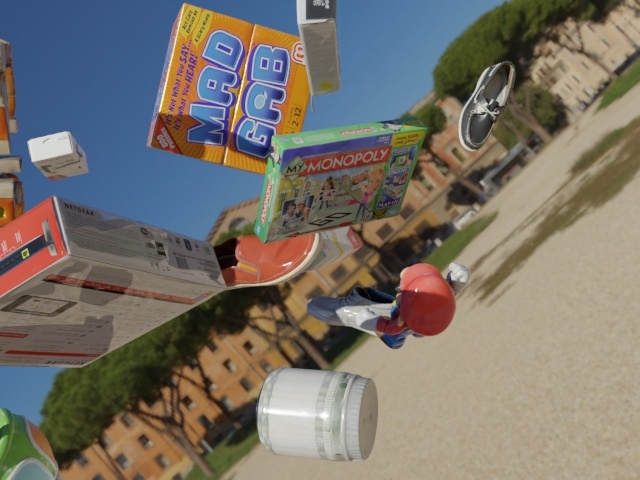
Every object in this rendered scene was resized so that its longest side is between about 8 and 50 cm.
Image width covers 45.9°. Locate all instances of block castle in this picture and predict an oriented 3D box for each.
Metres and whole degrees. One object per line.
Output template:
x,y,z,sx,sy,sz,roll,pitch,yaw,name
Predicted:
-0.677,-0.157,1.405,0.212,0.453,0.303,-3,17,-18,block castle

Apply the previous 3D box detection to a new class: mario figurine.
0.193,0.121,1.592,0.198,0.170,0.320,-58,-6,-20,mario figurine

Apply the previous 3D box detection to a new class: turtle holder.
-0.765,0.568,1.769,0.243,0.227,0.320,-16,47,40,turtle holder

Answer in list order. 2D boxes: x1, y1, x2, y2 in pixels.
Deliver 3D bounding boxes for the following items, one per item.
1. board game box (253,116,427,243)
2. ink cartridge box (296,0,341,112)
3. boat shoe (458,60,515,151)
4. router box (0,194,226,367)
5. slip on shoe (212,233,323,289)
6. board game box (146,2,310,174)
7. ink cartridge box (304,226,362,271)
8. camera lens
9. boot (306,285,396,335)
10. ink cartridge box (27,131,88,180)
0.038,-0.115,1.416,0.317,0.046,0.213,-13,-44,-30,board game box
0.001,-0.413,1.250,0.072,0.304,0.307,-3,-15,4,ink cartridge box
0.212,-0.170,0.949,0.125,0.046,0.038,-63,14,-17,boat shoe
-0.345,0.077,1.039,0.301,0.082,0.335,-28,-20,18,router box
-0.149,0.036,1.716,0.331,0.101,0.123,-13,51,24,slip on shoe
-0.246,-0.379,2.020,0.356,0.356,0.357,-155,78,-74,board game box
0.000,0.000,1.832,0.067,0.115,0.198,-41,-15,35,ink cartridge box
-0.010,0.436,1.900,0.274,0.219,0.219,1,9,18,camera lens
0.086,0.167,2.029,0.095,0.258,0.123,-56,-26,-51,boot
-0.618,-0.197,1.788,0.099,0.056,0.135,-14,-14,-5,ink cartridge box
